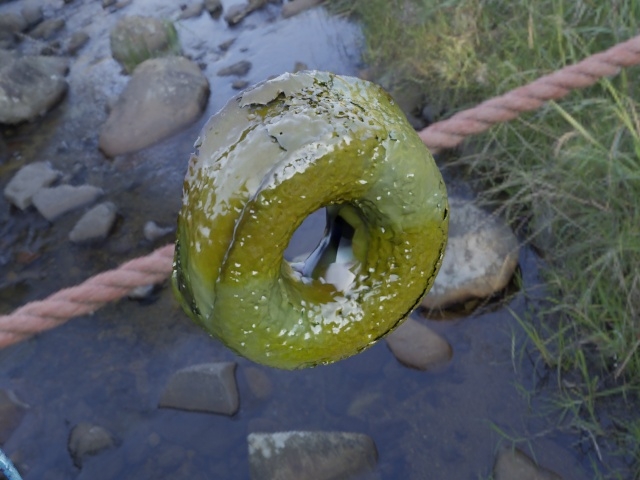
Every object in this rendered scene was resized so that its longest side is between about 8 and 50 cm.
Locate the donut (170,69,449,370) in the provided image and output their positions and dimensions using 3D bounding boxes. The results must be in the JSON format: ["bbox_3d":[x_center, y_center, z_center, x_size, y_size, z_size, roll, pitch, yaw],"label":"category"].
[{"bbox_3d":[0.000,0.000,0.609,0.272,0.272,0.107,-30,34,-7],"label":"donut"}]

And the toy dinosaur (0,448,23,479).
[{"bbox_3d":[-0.456,0.210,0.828,0.329,0.144,0.076,31,49,-3],"label":"toy dinosaur"}]
